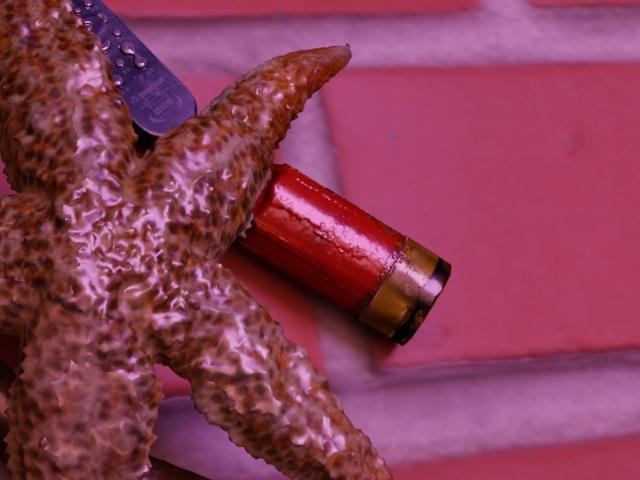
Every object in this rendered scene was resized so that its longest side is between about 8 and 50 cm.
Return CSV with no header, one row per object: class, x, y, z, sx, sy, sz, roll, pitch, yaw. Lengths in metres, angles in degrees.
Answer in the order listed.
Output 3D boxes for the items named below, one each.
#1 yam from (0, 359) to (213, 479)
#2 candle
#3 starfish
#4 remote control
yam,-0.097,0.106,0.811,0.327,0.045,0.045,33,32,-3
candle,0.000,0.000,0.885,0.130,0.052,0.052,31,62,-3
starfish,-0.079,0.015,0.792,0.358,0.078,0.347,33,62,-2
remote control,-0.124,-0.103,0.898,0.152,0.027,0.043,46,68,5
